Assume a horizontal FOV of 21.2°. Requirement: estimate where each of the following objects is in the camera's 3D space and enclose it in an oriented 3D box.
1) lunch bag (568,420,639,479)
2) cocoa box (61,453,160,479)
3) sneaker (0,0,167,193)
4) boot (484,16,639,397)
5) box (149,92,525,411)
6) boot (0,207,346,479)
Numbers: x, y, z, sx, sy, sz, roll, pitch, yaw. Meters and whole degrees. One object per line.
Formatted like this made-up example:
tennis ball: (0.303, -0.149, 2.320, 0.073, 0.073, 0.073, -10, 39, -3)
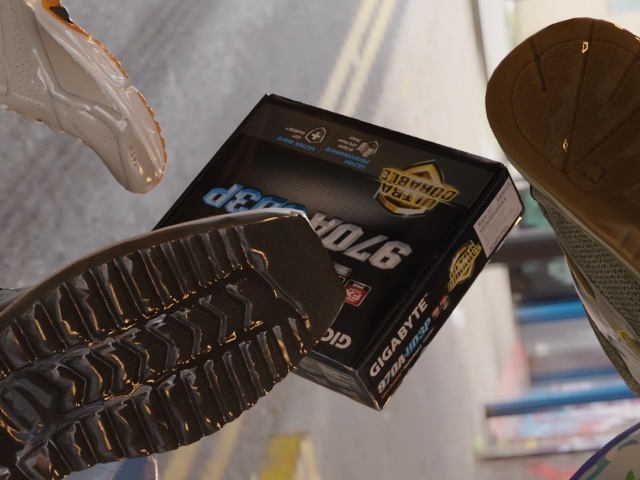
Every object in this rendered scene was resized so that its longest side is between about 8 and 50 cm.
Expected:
lunch bag: (0.154, 0.143, 0.704, 0.096, 0.129, 0.151, 38, 81, -31)
cocoa box: (-0.229, 0.264, 0.888, 0.347, 0.231, 0.228, -63, 151, -62)
sneaker: (-0.229, -0.127, 1.334, 0.262, 0.121, 0.099, 53, -12, -19)
boot: (0.146, 0.037, 0.571, 0.213, 0.077, 0.165, 51, -2, 30)
box: (0.000, 0.000, 1.142, 0.175, 0.220, 0.051, -52, 138, -20)
boot: (-0.099, 0.026, 0.608, 0.137, 0.198, 0.077, -121, -174, -63)
